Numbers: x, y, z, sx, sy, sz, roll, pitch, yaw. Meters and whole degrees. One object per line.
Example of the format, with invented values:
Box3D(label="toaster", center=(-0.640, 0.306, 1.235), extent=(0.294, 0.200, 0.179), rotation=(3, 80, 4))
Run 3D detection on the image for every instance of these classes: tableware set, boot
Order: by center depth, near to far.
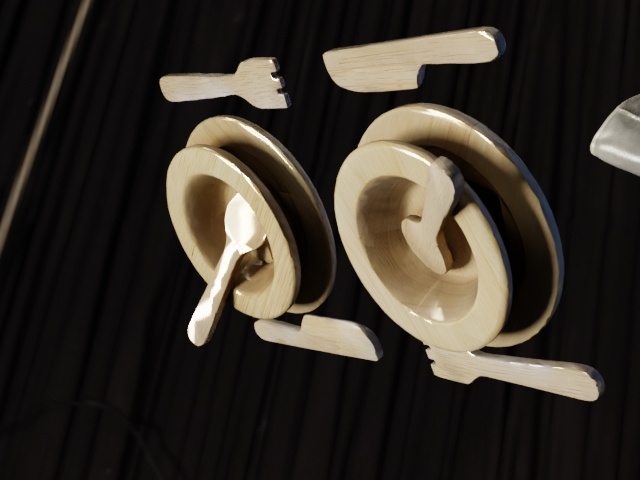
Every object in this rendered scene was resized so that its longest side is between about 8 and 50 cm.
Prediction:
Box3D(label="tableware set", center=(0.000, 0.000, 0.425), extent=(0.194, 0.039, 0.128), rotation=(3, 119, 51))
Box3D(label="boot", center=(0.322, -0.054, 1.054), extent=(0.208, 0.189, 0.076), rotation=(37, 143, 37))
